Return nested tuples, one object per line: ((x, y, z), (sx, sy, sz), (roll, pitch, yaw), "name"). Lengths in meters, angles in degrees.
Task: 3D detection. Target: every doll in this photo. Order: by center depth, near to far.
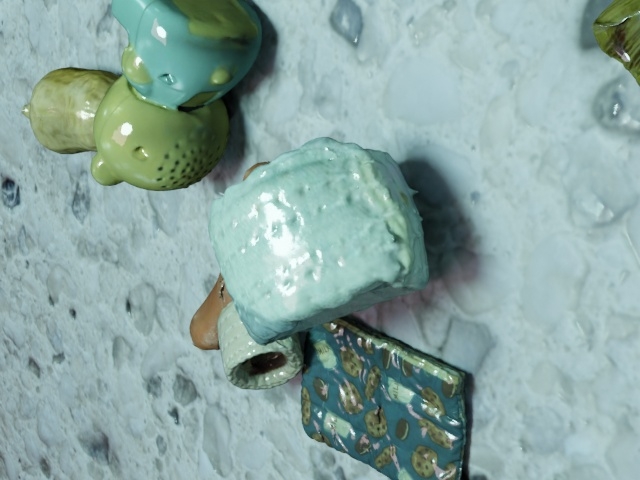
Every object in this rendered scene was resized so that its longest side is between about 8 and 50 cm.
((-0.179, -0.179, 1.224), (0.161, 0.177, 0.261), (47, 129, 28), "doll")

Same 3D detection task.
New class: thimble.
((0.000, 0.000, 1.061), (0.250, 0.204, 0.172), (-28, 78, 49), "thimble")
((-0.075, 0.124, 1.250), (0.115, 0.102, 0.090), (122, 142, -48), "thimble")

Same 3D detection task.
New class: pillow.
((0.069, 0.195, 1.188), (0.255, 0.034, 0.189), (21, 120, 41), "pillow")

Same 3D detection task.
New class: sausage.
((-0.097, 0.037, 1.279), (0.087, 0.079, 0.327), (39, 132, 18), "sausage")

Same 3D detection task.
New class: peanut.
((-0.343, -0.186, 1.438), (0.224, 0.129, 0.129), (2, 105, 45), "peanut")

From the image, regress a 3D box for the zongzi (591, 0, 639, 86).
((0.372, -0.134, 0.660), (0.300, 0.145, 0.274), (-39, 78, 40), "zongzi")
